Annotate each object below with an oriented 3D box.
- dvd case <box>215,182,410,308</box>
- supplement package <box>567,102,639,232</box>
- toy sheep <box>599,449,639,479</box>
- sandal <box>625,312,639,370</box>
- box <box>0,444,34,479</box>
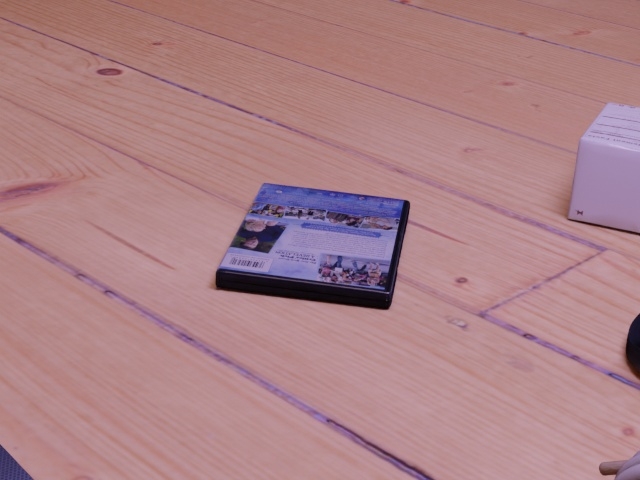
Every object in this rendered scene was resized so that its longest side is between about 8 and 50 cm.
[{"bbox_3d":[0.000,0.000,1.266,0.181,0.022,0.253,7,24,6],"label":"dvd case"},{"bbox_3d":[0.380,-0.093,1.424,0.105,0.105,0.179,14,27,20],"label":"supplement package"},{"bbox_3d":[0.242,0.191,0.812,0.091,0.091,0.132,8,39,10],"label":"toy sheep"},{"bbox_3d":[0.358,0.069,1.125,0.097,0.054,0.254,12,26,18],"label":"sandal"},{"bbox_3d":[-0.249,0.212,0.717,0.183,0.059,0.233,-17,31,-36],"label":"box"}]
